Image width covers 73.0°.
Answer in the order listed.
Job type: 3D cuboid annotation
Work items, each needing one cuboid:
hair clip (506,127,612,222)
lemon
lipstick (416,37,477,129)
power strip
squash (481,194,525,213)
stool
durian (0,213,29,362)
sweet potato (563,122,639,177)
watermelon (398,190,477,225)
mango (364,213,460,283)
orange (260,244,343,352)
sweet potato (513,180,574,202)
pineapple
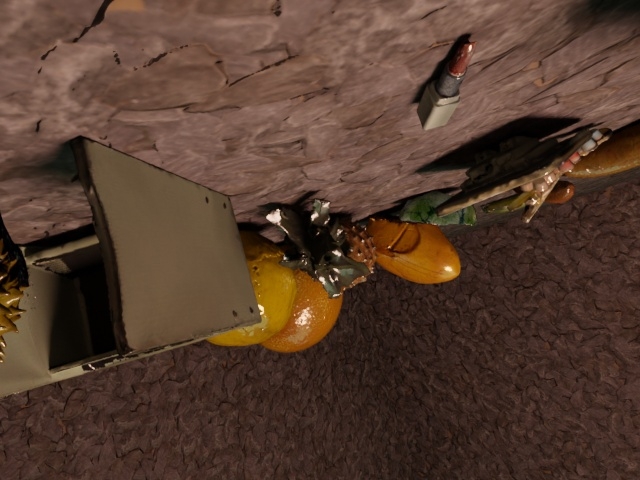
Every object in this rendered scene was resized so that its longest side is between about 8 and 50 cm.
[{"bbox_3d":[0.394,-0.123,0.723,0.214,0.056,0.062,-48,-158,2],"label":"hair clip"},{"bbox_3d":[-0.143,0.082,0.748,0.204,0.204,0.260,-18,156,14],"label":"lemon"},{"bbox_3d":[0.108,-0.132,0.366,0.025,0.025,0.107,-15,166,-4],"label":"lipstick"},{"bbox_3d":[0.283,-0.120,0.662,0.213,0.064,0.198,-28,-178,-43],"label":"power strip"},{"bbox_3d":[0.626,-0.122,1.424,0.184,0.052,0.052,-15,173,23],"label":"squash"},{"bbox_3d":[-0.232,0.048,0.444,0.244,0.170,0.270,-18,172,11],"label":"stool"},{"bbox_3d":[-0.233,0.013,0.218,0.238,0.193,0.138,-2,-160,32],"label":"durian"},{"bbox_3d":[0.561,-0.173,0.828,0.109,0.079,0.346,9,163,-42],"label":"sweet potato"},{"bbox_3d":[0.247,-0.074,0.956,0.187,0.070,0.139,2,-173,-17],"label":"watermelon"},{"bbox_3d":[0.208,0.015,0.999,0.252,0.153,0.126,29,-150,32],"label":"mango"},{"bbox_3d":[-0.078,0.138,1.076,0.275,0.274,0.274,-15,173,-2],"label":"orange"},{"bbox_3d":[0.473,-0.109,0.945,0.050,0.050,0.214,-15,-169,-8],"label":"sweet potato"},{"bbox_3d":[0.011,0.022,0.782,0.166,0.165,0.364,-17,173,12],"label":"pineapple"}]
